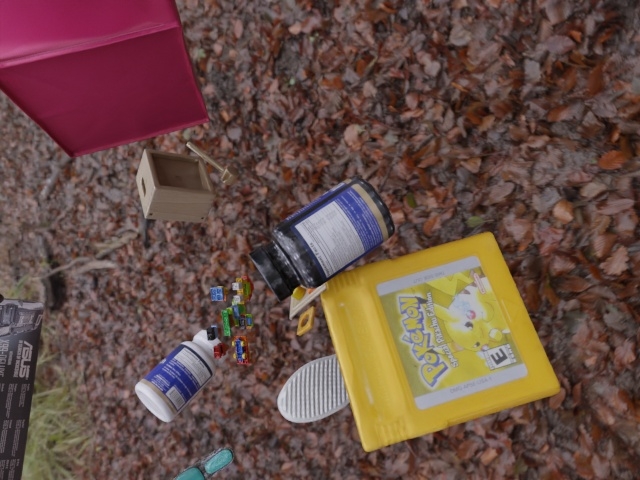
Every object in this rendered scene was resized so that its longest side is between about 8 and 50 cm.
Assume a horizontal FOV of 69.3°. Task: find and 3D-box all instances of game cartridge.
[{"bbox_3d":[0.183,0.155,0.766,0.053,0.323,0.286,92,162,-69],"label":"game cartridge"}]

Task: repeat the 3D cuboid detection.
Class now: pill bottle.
[{"bbox_3d":[0.000,0.000,0.748,0.219,0.123,0.123,-33,64,-8],"label":"pill bottle"},{"bbox_3d":[-0.422,0.412,1.438,0.153,0.264,0.153,25,138,25],"label":"pill bottle"}]

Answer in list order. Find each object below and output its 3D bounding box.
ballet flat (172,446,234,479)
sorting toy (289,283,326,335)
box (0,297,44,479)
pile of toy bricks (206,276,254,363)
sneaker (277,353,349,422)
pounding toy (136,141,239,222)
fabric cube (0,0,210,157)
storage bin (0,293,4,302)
[{"bbox_3d":[-0.196,0.387,0.781,0.041,0.114,0.041,57,169,18],"label":"ballet flat"},{"bbox_3d":[-0.038,0.102,1.294,0.196,0.047,0.348,-47,25,29],"label":"sorting toy"},{"bbox_3d":[-0.528,0.281,0.741,0.242,0.076,0.308,-40,49,37],"label":"box"},{"bbox_3d":[-0.215,0.197,1.180,0.118,0.105,0.213,-3,95,19],"label":"pile of toy bricks"},{"bbox_3d":[0.025,0.285,0.937,0.102,0.282,0.161,57,147,16],"label":"sneaker"},{"bbox_3d":[-0.285,-0.127,1.014,0.094,0.206,0.181,-57,46,34],"label":"pounding toy"},{"bbox_3d":[-0.345,-0.325,0.720,0.259,0.254,0.258,109,144,-74],"label":"fabric cube"},{"bbox_3d":[-0.332,0.083,0.344,0.098,0.135,0.091,-24,60,24],"label":"storage bin"}]
